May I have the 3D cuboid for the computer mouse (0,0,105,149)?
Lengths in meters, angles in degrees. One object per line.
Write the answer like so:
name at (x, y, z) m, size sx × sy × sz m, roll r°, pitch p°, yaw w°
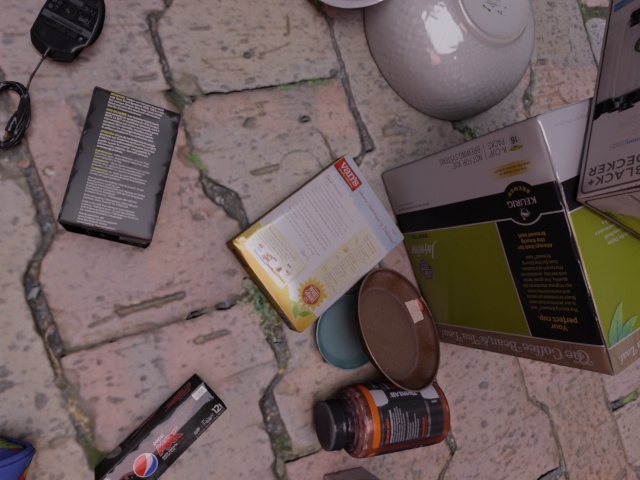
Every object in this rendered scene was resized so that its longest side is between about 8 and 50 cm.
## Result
computer mouse at (-0.350, -0.224, 0.591) m, size 0.071 × 0.041 × 0.242 m, roll 29°, pitch 82°, yaw -11°

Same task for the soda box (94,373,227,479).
soda box at (-0.206, 0.257, 0.602) m, size 0.169 × 0.060 × 0.053 m, roll -42°, pitch 104°, yaw -22°

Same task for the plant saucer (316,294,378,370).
plant saucer at (0.044, 0.147, 0.744) m, size 0.119 × 0.021 × 0.120 m, roll 2°, pitch 86°, yaw -25°

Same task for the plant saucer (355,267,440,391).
plant saucer at (0.117, 0.142, 0.735) m, size 0.198 × 0.036 × 0.199 m, roll 26°, pitch 49°, yaw -34°

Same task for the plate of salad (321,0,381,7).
plate of salad at (0.059, -0.463, 0.736) m, size 0.199 × 0.048 × 0.200 m, roll -2°, pitch 75°, yaw 9°

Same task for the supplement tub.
supplement tub at (0.094, 0.272, 0.711) m, size 0.197 × 0.106 × 0.106 m, roll 2°, pitch 85°, yaw -25°

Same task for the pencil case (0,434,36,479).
pencil case at (-0.398, 0.359, 0.474) m, size 0.133 × 0.119 × 0.307 m, roll 14°, pitch 80°, yaw -38°

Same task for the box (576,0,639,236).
box at (0.408, -0.152, 0.535) m, size 0.169 × 0.087 × 0.290 m, roll 21°, pitch 75°, yaw -21°

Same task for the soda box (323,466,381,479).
soda box at (0.080, 0.388, 0.635) m, size 0.073 × 0.216 × 0.069 m, roll 1°, pitch 83°, yaw -24°

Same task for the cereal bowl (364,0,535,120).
cereal bowl at (0.254, -0.395, 0.816) m, size 0.338 × 0.141 × 0.340 m, roll 2°, pitch 86°, yaw -23°

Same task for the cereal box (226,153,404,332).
cereal box at (0.000, 0.000, 0.721) m, size 0.240 × 0.047 × 0.173 m, roll -39°, pitch 102°, yaw -22°

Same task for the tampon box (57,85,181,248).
tampon box at (-0.246, -0.082, 0.576) m, size 0.101 × 0.120 × 0.161 m, roll 15°, pitch 80°, yaw -22°

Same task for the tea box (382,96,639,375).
tea box at (0.310, -0.011, 0.707) m, size 0.219 × 0.329 × 0.324 m, roll -20°, pitch 95°, yaw -25°
